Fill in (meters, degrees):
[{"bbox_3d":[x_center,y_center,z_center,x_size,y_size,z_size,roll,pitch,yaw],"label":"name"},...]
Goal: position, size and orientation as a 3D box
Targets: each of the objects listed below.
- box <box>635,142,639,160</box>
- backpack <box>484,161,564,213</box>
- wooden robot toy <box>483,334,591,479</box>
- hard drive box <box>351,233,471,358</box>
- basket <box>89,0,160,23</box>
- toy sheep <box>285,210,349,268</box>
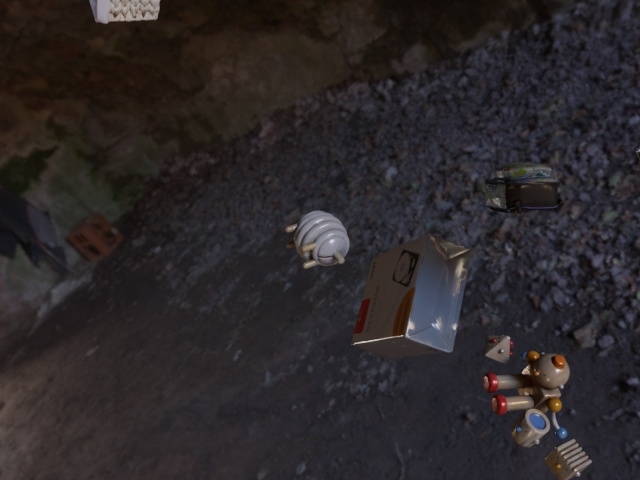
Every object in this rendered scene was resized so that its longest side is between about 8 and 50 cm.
[{"bbox_3d":[0.472,-0.169,0.749,0.076,0.242,0.308,31,91,37],"label":"box"},{"bbox_3d":[0.335,-0.090,1.167,0.105,0.084,0.114,-4,6,-15],"label":"backpack"},{"bbox_3d":[0.222,0.150,0.703,0.079,0.076,0.173,114,150,-43],"label":"wooden robot toy"},{"bbox_3d":[0.155,0.106,1.213,0.232,0.089,0.181,147,141,-67],"label":"hard drive box"},{"bbox_3d":[-0.309,-0.441,1.087,0.113,0.103,0.167,66,149,32],"label":"basket"},{"bbox_3d":[0.000,0.000,1.066,0.091,0.091,0.132,-41,47,3],"label":"toy sheep"}]
